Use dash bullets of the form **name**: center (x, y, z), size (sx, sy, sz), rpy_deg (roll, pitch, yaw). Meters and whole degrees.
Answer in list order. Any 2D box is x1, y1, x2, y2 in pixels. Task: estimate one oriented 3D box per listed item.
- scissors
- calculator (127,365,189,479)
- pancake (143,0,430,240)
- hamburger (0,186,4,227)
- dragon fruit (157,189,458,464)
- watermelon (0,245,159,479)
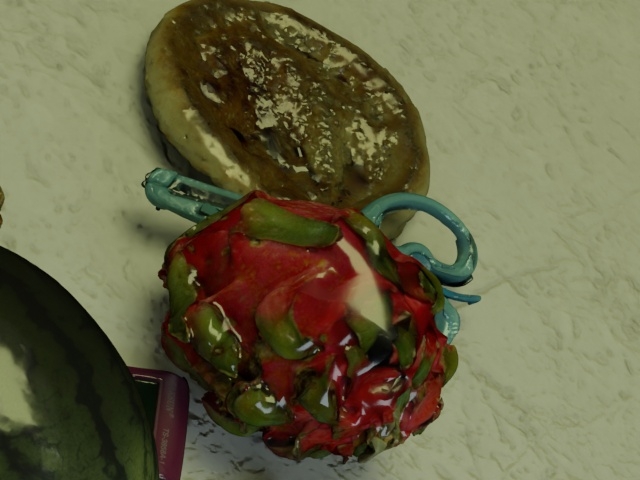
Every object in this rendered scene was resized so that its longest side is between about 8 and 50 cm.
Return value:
- **scissors**: center (0.000, 0.000, 1.810), size (0.393, 0.032, 0.180), rpy_deg (20, 63, -23)
- **calculator**: center (-0.209, 0.151, 1.582), size (0.190, 0.034, 0.127), rpy_deg (17, 45, -13)
- **pancake**: center (-0.032, -0.133, 1.942), size (0.356, 0.065, 0.356), rpy_deg (19, 47, -21)
- **hamburger**: center (-0.393, -0.037, 1.575), size (0.213, 0.108, 0.214), rpy_deg (18, 45, -19)
- **dragon fruit**: center (-0.019, 0.076, 1.638), size (0.302, 0.237, 0.231), rpy_deg (33, -6, 18)
- **watermelon**: center (-0.285, 0.138, 1.352), size (0.359, 0.279, 0.279), rpy_deg (44, 41, 16)
